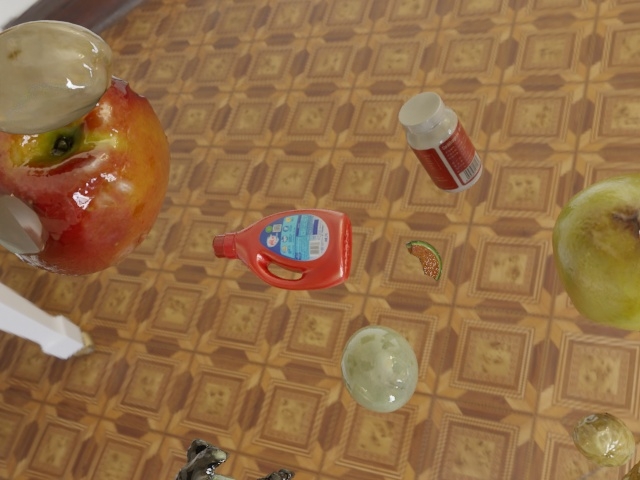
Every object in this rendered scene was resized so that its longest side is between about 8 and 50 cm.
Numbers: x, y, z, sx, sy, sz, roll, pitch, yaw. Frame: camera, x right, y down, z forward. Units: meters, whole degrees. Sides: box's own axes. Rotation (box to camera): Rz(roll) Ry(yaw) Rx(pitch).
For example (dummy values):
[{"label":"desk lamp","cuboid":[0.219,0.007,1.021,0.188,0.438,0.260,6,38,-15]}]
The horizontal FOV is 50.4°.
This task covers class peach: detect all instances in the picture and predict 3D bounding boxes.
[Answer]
[{"label":"peach","cuboid":[0.575,0.016,1.252,0.282,0.316,0.314,33,117,31]},{"label":"peach","cuboid":[-0.459,-0.108,1.231,0.335,0.406,0.310,30,50,-6]}]

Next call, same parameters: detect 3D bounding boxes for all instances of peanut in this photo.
[{"label":"peanut","cuboid":[0.556,0.388,1.329,0.098,0.229,0.103,-5,74,31]}]

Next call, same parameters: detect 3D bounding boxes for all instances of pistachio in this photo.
[{"label":"pistachio","cuboid":[-0.408,-0.233,0.978,0.238,0.153,0.137,-19,38,19]}]

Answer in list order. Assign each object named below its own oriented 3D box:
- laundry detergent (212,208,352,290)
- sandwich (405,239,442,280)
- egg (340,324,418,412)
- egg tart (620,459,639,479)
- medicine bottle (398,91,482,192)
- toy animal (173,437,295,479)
[{"label":"laundry detergent","cuboid":[-0.047,0.012,0.791,0.166,0.049,0.097,-3,68,17]},{"label":"sandwich","cuboid":[0.296,0.048,1.879,0.067,0.029,0.135,-35,97,13]},{"label":"egg","cuboid":[0.143,0.310,1.651,0.187,0.186,0.253,-24,30,10]},{"label":"egg tart","cuboid":[0.481,0.314,0.770,0.340,0.152,0.352,-21,9,-38]},{"label":"medicine bottle","cuboid":[0.289,-0.231,1.631,0.131,0.250,0.131,-22,44,23]},{"label":"toy animal","cuboid":[-0.111,0.364,0.948,0.225,0.094,0.121,13,76,17]}]
